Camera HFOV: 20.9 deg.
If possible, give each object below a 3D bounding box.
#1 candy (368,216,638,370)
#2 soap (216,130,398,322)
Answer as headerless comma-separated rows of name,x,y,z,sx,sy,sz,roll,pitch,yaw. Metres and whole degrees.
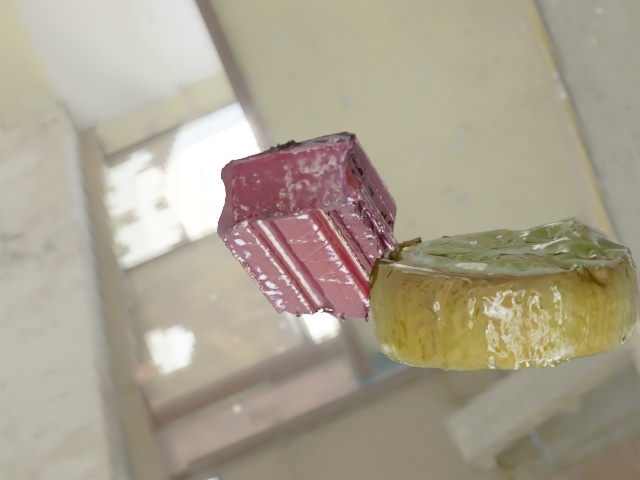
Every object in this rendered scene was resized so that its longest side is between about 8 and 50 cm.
candy,0.170,0.051,1.623,0.260,0.260,0.118,-111,15,-83
soap,0.000,0.000,1.849,0.250,0.162,0.099,58,-158,-55
